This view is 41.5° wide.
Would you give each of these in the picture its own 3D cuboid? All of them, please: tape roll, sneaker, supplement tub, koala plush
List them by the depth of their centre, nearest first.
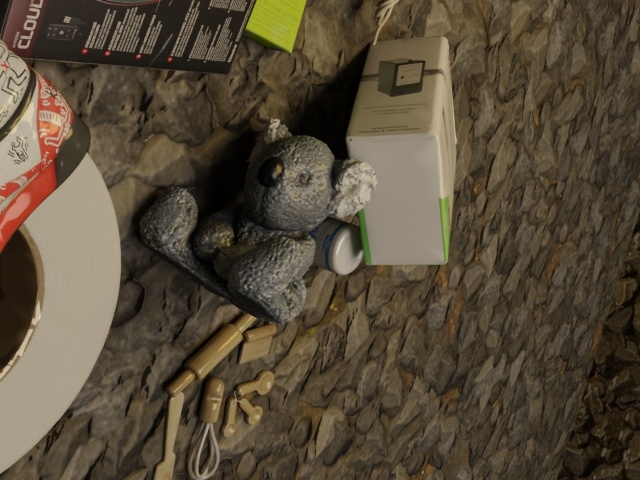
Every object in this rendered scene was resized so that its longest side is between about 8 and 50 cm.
[{"bbox_3d":[-0.291,-0.029,0.607,0.270,0.090,0.145,-60,143,-21],"label":"sneaker"},{"bbox_3d":[-0.346,0.050,0.722,0.392,0.072,0.392,-27,127,-44],"label":"tape roll"},{"bbox_3d":[-0.056,-0.031,0.988,0.221,0.196,0.203,-60,155,-12],"label":"koala plush"},{"bbox_3d":[0.000,0.000,1.136,0.071,0.107,0.071,-28,127,-45],"label":"supplement tub"}]

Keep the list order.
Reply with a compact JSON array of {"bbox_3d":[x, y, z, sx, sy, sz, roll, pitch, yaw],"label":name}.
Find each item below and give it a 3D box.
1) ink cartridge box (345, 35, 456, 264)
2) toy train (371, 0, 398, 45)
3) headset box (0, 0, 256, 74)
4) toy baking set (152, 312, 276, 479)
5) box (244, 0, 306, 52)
[{"bbox_3d":[0.118,-0.126,1.138,0.273,0.115,0.198,-75,159,-51],"label":"ink cartridge box"},{"bbox_3d":[0.089,-0.395,1.088,0.143,0.105,0.248,38,74,-43],"label":"toy train"},{"bbox_3d":[-0.175,-0.269,0.720,0.293,0.110,0.218,-10,133,-51],"label":"headset box"},{"bbox_3d":[-0.135,0.216,1.121,0.256,0.030,0.196,-40,135,-37],"label":"toy baking set"},{"bbox_3d":[-0.052,-0.319,0.972,0.109,0.042,0.178,12,95,-55],"label":"box"}]
